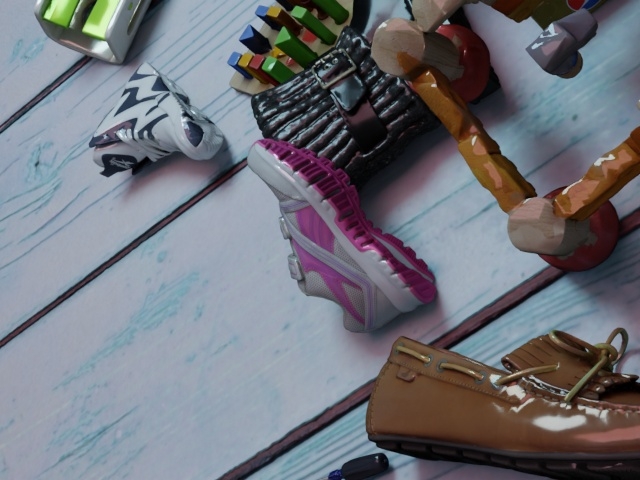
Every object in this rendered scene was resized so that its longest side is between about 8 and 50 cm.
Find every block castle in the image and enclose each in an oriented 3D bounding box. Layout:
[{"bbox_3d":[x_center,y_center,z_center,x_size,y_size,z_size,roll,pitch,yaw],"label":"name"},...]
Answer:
[{"bbox_3d":[0.298,-0.212,1.206,0.453,0.213,0.303,-42,74,19],"label":"block castle"}]

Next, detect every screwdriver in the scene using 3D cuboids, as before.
[{"bbox_3d":[-0.001,0.250,1.352,0.170,0.024,0.025,-26,23,29],"label":"screwdriver"}]

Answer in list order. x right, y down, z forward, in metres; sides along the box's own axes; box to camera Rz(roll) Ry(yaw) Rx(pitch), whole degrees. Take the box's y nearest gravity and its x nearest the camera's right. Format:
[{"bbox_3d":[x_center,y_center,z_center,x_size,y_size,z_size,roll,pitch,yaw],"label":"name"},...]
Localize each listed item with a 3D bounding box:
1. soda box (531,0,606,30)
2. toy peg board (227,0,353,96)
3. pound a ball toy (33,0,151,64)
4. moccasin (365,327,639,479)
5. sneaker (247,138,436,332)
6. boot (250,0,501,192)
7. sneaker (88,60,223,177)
[{"bbox_3d":[0.295,-0.298,1.395,0.181,0.061,0.058,-39,46,16],"label":"soda box"},{"bbox_3d":[-0.046,-0.260,1.650,0.160,0.079,0.161,25,82,45],"label":"toy peg board"},{"bbox_3d":[-0.322,-0.440,1.927,0.208,0.136,0.319,20,77,9],"label":"pound a ball toy"},{"bbox_3d":[0.208,0.138,1.172,0.380,0.139,0.147,-2,73,50],"label":"moccasin"},{"bbox_3d":[0.000,0.000,1.387,0.111,0.103,0.252,-46,77,22],"label":"sneaker"},{"bbox_3d":[0.033,-0.222,1.523,0.260,0.131,0.348,-35,48,19],"label":"boot"},{"bbox_3d":[-0.225,-0.126,1.714,0.153,0.094,0.235,-50,44,7],"label":"sneaker"}]
